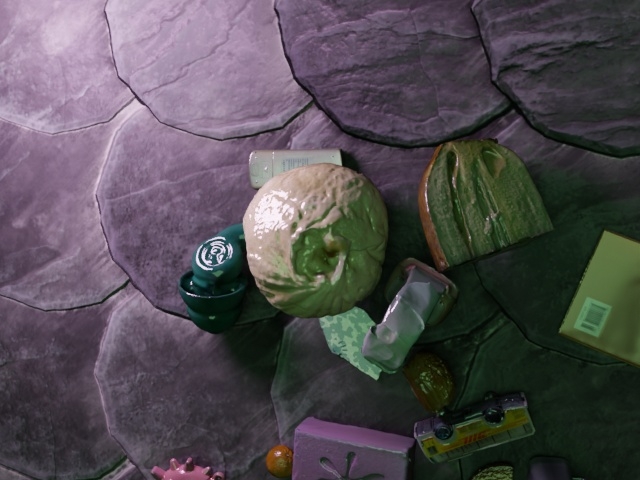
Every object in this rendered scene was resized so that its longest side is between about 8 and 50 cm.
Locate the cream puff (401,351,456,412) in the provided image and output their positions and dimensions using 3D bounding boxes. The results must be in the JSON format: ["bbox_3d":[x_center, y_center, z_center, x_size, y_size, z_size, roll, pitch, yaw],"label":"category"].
[{"bbox_3d":[0.255,0.320,1.714,0.103,0.126,0.144,-33,95,-3],"label":"cream puff"}]

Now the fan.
[{"bbox_3d":[0.078,0.232,1.804,0.131,0.009,0.240,-40,85,12],"label":"fan"}]

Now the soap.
[{"bbox_3d":[0.077,0.592,1.769,0.285,0.107,0.296,5,100,17],"label":"soap"}]

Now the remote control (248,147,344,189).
[{"bbox_3d":[-0.058,-0.171,1.791,0.234,0.038,0.098,0,95,12],"label":"remote control"}]

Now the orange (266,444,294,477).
[{"bbox_3d":[-0.096,0.545,1.833,0.085,0.085,0.085,1,94,13],"label":"orange"}]

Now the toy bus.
[{"bbox_3d":[0.355,0.431,1.719,0.268,0.092,0.106,-21,99,13],"label":"toy bus"}]

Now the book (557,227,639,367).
[{"bbox_3d":[0.751,0.161,1.637,0.374,0.028,0.262,23,98,11],"label":"book"}]

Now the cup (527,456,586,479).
[{"bbox_3d":[0.536,0.557,1.667,0.128,0.129,0.095,2,101,9],"label":"cup"}]

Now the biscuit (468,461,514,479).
[{"bbox_3d":[0.395,0.620,1.752,0.126,0.025,0.206,2,94,12],"label":"biscuit"}]

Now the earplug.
[{"bbox_3d":[-0.221,0.095,1.813,0.164,0.257,0.280,33,122,45],"label":"earplug"}]

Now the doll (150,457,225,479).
[{"bbox_3d":[-0.351,0.655,1.889,0.262,0.093,0.211,-23,95,11],"label":"doll"}]

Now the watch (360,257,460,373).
[{"bbox_3d":[0.184,0.179,1.626,0.162,0.253,0.241,29,62,9],"label":"watch"}]

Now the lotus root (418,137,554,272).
[{"bbox_3d":[0.322,-0.084,1.633,0.267,0.149,0.260,-19,80,-16],"label":"lotus root"}]

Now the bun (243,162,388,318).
[{"bbox_3d":[0.000,0.000,1.660,0.352,0.227,0.349,-38,99,-4],"label":"bun"}]
